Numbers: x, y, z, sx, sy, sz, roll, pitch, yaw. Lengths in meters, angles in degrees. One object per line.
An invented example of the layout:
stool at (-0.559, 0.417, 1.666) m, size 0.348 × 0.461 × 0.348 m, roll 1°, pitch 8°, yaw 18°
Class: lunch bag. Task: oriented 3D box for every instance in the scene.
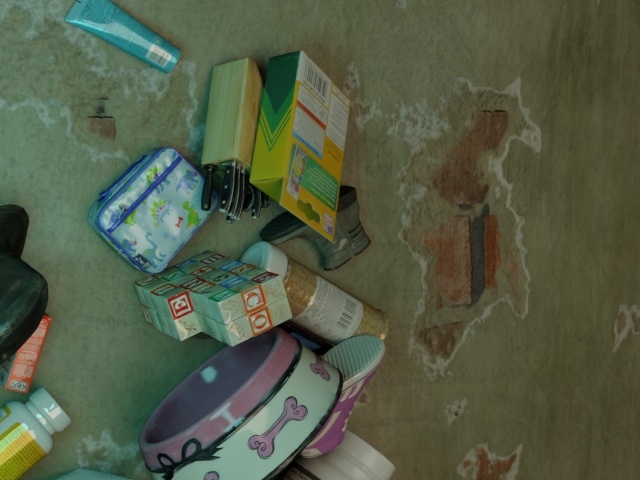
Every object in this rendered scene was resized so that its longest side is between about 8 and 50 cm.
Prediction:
lunch bag at (-0.315, -0.060, 1.679) m, size 0.219 × 0.090 × 0.176 m, roll -48°, pitch 116°, yaw -19°

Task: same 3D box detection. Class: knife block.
knife block at (-0.171, -0.179, 1.689) m, size 0.242 × 0.088 × 0.276 m, roll -48°, pitch 124°, yaw -52°

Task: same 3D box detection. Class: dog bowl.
dog bowl at (-0.163, 0.321, 1.663) m, size 0.408 × 0.408 × 0.150 m, roll -42°, pitch 102°, yaw -20°

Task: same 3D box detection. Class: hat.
hat at (-0.528, 0.111, 1.442) m, size 0.134 × 0.331 × 0.331 m, roll 27°, pitch 80°, yaw 8°

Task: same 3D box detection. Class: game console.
game console at (-0.065, 0.246, 1.886) m, size 0.144 × 0.124 × 0.085 m, roll 32°, pitch 54°, yaw -32°

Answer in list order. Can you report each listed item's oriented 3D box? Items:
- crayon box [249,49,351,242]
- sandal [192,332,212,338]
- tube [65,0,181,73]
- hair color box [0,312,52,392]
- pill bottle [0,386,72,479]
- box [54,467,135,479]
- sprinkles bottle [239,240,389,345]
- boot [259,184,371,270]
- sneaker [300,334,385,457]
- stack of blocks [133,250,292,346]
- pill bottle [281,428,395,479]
crayon box at (-0.038, -0.177, 1.742) m, size 0.203 × 0.083 × 0.323 m, roll 36°, pitch 55°, yaw -52°
sandal at (-0.197, 0.177, 1.809) m, size 0.180 × 0.049 × 0.072 m, roll 19°, pitch 87°, yaw -33°
tube at (-0.355, -0.381, 1.630) m, size 0.207 × 0.052 × 0.080 m, roll 30°, pitch 76°, yaw -27°
hair color box at (-0.529, 0.192, 1.590) m, size 0.043 × 0.072 × 0.141 m, roll 20°, pitch 87°, yaw -33°
pill bottle at (-0.550, 0.359, 1.575) m, size 0.208 × 0.117 × 0.118 m, roll -41°, pitch 116°, yaw -21°
box at (-0.439, 0.621, 1.604) m, size 0.215 × 0.168 × 0.345 m, roll -12°, pitch 106°, yaw -65°
sprinkles bottle at (-0.014, 0.131, 1.875) m, size 0.355 × 0.121 × 0.121 m, roll 32°, pitch 80°, yaw -32°
boot at (0.000, 0.000, 1.893) m, size 0.246 × 0.083 × 0.161 m, roll -27°, pitch 116°, yaw -25°
sneaker at (0.037, 0.327, 1.846) m, size 0.282 × 0.102 × 0.161 m, roll -41°, pitch 134°, yaw -24°
stack of blocks at (-0.205, 0.109, 1.647) m, size 0.171 × 0.297 × 0.087 m, roll -25°, pitch 110°, yaw -28°
pill bottle at (-0.009, 0.587, 1.894) m, size 0.210 × 0.210 × 0.363 m, roll 45°, pitch 73°, yaw -29°
